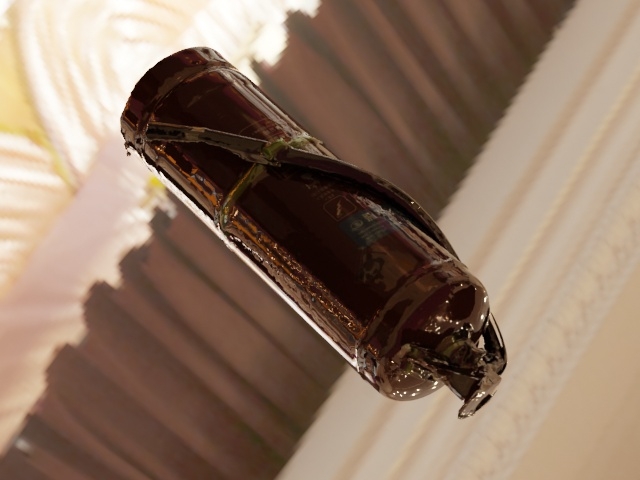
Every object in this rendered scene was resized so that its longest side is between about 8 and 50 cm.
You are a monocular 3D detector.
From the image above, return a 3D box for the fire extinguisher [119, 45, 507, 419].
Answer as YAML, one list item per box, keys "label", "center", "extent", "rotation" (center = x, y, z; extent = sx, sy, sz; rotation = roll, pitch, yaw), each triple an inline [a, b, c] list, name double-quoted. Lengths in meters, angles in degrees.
- label: "fire extinguisher"
  center: [0.000, 0.000, 1.093]
  extent: [0.341, 0.141, 0.105]
  rotation: [42, -66, 31]
